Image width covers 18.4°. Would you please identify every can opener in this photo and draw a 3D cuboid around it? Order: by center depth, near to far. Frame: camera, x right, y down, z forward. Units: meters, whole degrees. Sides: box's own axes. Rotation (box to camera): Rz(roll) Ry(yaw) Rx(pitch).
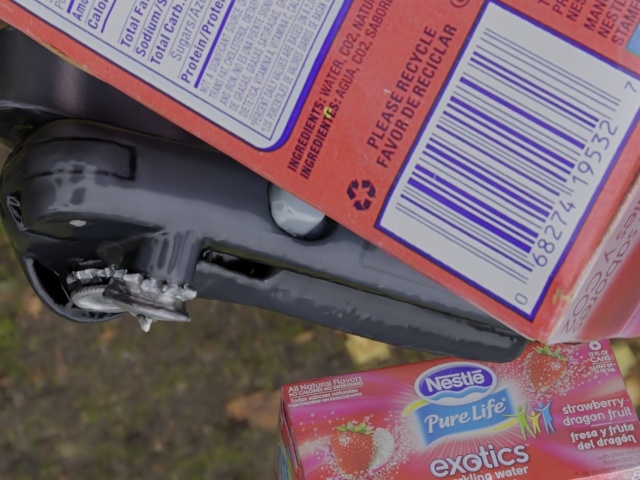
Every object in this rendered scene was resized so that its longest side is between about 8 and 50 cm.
[{"bbox_3d":[0.000,0.000,0.493,0.186,0.073,0.059,18,163,-33],"label":"can opener"}]

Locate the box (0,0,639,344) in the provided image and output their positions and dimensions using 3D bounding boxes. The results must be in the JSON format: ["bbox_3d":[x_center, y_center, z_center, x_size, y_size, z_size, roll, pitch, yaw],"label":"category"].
[{"bbox_3d":[0.073,-0.144,0.391,0.300,0.154,0.142,-64,157,11],"label":"box"}]

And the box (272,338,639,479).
[{"bbox_3d":[0.101,0.167,1.470,0.257,0.123,0.128,-9,147,-11],"label":"box"}]
